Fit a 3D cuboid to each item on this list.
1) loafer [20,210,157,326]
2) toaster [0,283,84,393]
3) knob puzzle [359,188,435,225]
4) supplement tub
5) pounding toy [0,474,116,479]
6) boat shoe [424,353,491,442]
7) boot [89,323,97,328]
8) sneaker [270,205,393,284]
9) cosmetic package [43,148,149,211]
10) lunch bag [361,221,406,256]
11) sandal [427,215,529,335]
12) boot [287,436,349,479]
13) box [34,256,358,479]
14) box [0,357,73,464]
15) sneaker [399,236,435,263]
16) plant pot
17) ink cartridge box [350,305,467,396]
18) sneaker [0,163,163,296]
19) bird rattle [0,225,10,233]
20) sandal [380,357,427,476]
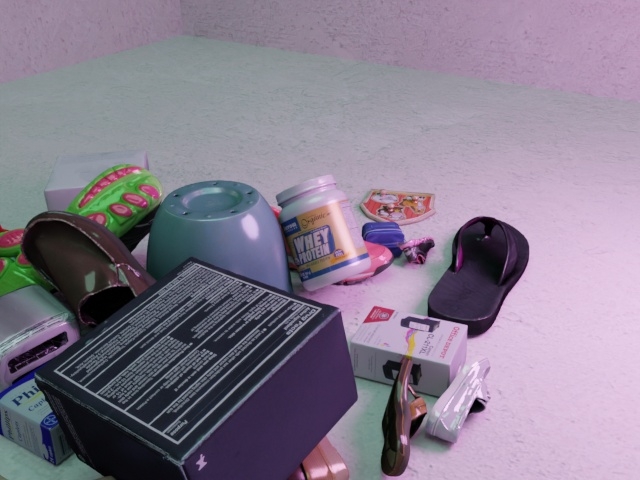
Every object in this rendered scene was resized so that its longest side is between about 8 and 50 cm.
[{"bbox_3d":[-0.381,0.073,1.281,0.366,0.134,0.130,34,11,8],"label":"loafer"},{"bbox_3d":[-0.518,0.176,1.255,0.146,0.129,0.227,22,34,33],"label":"toaster"},{"bbox_3d":[0.191,-0.089,1.840,0.213,0.030,0.213,-1,28,0],"label":"knob puzzle"},{"bbox_3d":[0.003,-0.015,1.447,0.144,0.200,0.144,-21,-2,-1],"label":"supplement tub"},{"bbox_3d":[-0.332,0.337,0.908,0.269,0.155,0.154,12,35,24],"label":"pounding toy"},{"bbox_3d":[0.232,0.248,1.161,0.063,0.066,0.184,27,36,25],"label":"boat shoe"},{"bbox_3d":[-0.415,0.131,1.419,0.084,0.059,0.158,-21,42,-39],"label":"boot"},{"bbox_3d":[-0.001,0.000,1.562,0.313,0.136,0.116,8,30,17],"label":"sneaker"},{"bbox_3d":[-0.533,-0.116,1.802,0.224,0.138,0.225,-5,29,-8],"label":"cosmetic package"},{"bbox_3d":[0.141,0.001,1.629,0.098,0.067,0.065,-3,28,-7],"label":"lunch bag"},{"bbox_3d":[0.336,0.036,1.510,0.167,0.107,0.446,9,29,18],"label":"sandal"},{"bbox_3d":[-0.101,0.296,1.047,0.206,0.090,0.248,-14,34,-27],"label":"boot"},{"bbox_3d":[-0.157,0.200,0.994,0.294,0.183,0.296,16,42,38],"label":"box"},{"bbox_3d":[-0.412,0.261,1.147,0.137,0.072,0.126,15,31,29],"label":"box"},{"bbox_3d":[0.218,0.025,1.614,0.047,0.057,0.119,-32,-14,36],"label":"sneaker"},{"bbox_3d":[-0.199,0.024,1.419,0.292,0.235,0.293,-1,27,1],"label":"plant pot"},{"bbox_3d":[0.153,0.187,1.266,0.175,0.072,0.127,10,29,21],"label":"ink cartridge box"},{"bbox_3d":[-0.513,0.040,1.492,0.482,0.202,0.185,-34,63,-22],"label":"sneaker"},{"bbox_3d":[-0.737,0.004,1.555,0.253,0.143,0.207,-12,-10,14],"label":"bird rattle"},{"bbox_3d":[0.131,0.266,1.108,0.060,0.090,0.219,16,27,-2],"label":"sandal"}]
